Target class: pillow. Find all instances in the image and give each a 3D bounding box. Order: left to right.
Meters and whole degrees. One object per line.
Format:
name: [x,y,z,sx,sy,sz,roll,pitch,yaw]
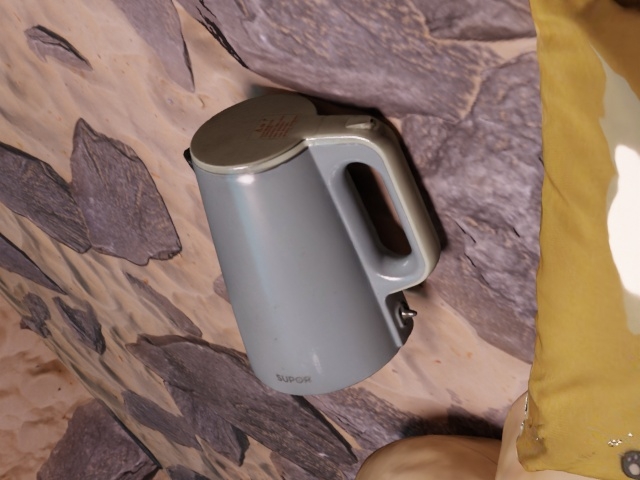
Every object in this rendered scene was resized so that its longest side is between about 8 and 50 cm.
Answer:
pillow: [0.244,0.020,0.534,0.310,0.119,0.312,9,124,18]

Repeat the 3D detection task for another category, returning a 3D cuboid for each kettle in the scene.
kettle: [0.000,0.000,0.994,0.210,0.160,0.243,5,132,29]

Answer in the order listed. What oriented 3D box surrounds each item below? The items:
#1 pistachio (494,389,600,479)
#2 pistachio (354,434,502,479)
pistachio: [0.266,0.196,0.785,0.309,0.230,0.230,17,145,36]
pistachio: [0.128,0.306,1.181,0.193,0.214,0.318,50,160,-12]
